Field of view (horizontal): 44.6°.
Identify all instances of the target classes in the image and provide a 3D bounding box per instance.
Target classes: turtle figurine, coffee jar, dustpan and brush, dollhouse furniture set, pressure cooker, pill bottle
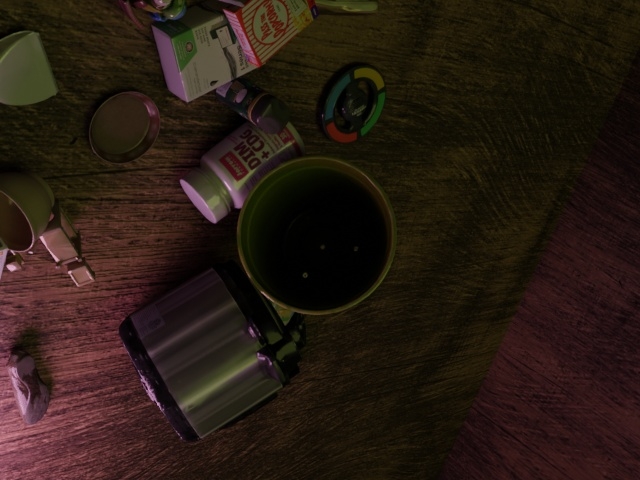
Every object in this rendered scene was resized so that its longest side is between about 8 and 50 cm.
[{"bbox_3d":[-0.317,-0.534,1.455,0.266,0.274,0.198,18,71,-46],"label":"turtle figurine"},{"bbox_3d":[-0.154,-0.315,1.793,0.079,0.184,0.096,-55,142,3],"label":"coffee jar"},{"bbox_3d":[-0.613,-0.297,1.455,0.211,0.060,0.147,-38,145,-28],"label":"dustpan and brush"},{"bbox_3d":[-0.606,0.022,1.701,0.160,0.101,0.182,-18,137,-2],"label":"dollhouse furniture set"},{"bbox_3d":[-0.243,0.256,1.956,0.420,0.370,0.375,-32,166,-12],"label":"pressure cooker"},{"bbox_3d":[-0.188,-0.180,1.884,0.283,0.160,0.160,-41,141,-15],"label":"pill bottle"}]

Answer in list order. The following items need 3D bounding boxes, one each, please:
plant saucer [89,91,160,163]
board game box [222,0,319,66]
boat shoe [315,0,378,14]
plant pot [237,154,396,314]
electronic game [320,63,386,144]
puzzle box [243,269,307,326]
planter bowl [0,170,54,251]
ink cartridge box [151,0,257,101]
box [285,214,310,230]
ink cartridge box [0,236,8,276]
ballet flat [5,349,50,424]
[{"bbox_3d":[-0.429,-0.248,1.693,0.168,0.029,0.169,-27,136,-29],"label":"plant saucer"},{"bbox_3d":[-0.102,-0.492,1.676,0.193,0.045,0.147,-45,141,-15],"label":"board game box"},{"bbox_3d":[0.012,-0.583,1.834,0.285,0.102,0.092,-5,98,-30],"label":"boat shoe"},{"bbox_3d":[0.000,0.000,1.949,0.366,0.366,0.353,-51,175,-2],"label":"plant pot"},{"bbox_3d":[0.091,-0.367,2.113,0.229,0.048,0.229,-27,135,-30],"label":"electronic game"},{"bbox_3d":[-0.175,0.261,2.329,0.272,0.052,0.409,-6,123,-42],"label":"puzzle box"},{"bbox_3d":[-0.606,-0.074,1.563,0.109,0.162,0.162,-54,151,-44],"label":"planter bowl"},{"bbox_3d":[-0.238,-0.426,1.695,0.219,0.092,0.160,-33,138,-24],"label":"ink cartridge box"},{"bbox_3d":[-0.066,-0.068,2.180,0.183,0.056,0.231,-45,141,-12],"label":"box"},{"bbox_3d":[-0.737,0.098,1.549,0.208,0.045,0.206,-31,162,-46],"label":"ink cartridge box"},{"bbox_3d":[-0.706,0.349,1.863,0.084,0.058,0.250,-50,154,-40],"label":"ballet flat"}]
